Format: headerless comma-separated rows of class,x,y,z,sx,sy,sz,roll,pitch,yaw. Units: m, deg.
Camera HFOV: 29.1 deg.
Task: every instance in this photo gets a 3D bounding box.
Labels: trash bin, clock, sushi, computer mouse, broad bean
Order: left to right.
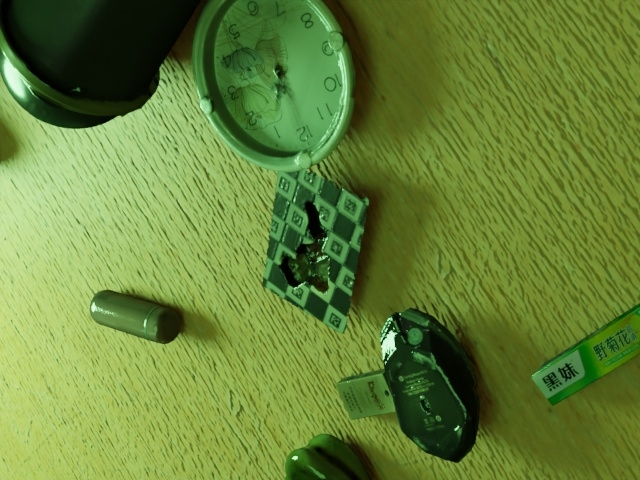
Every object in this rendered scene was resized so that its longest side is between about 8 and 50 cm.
trash bin,-0.264,-0.268,1.478,0.214,0.214,0.334,52,126,8
clock,-0.048,-0.199,1.440,0.236,0.053,0.236,14,117,31
sushi,0.000,0.000,1.507,0.139,0.031,0.201,30,128,28
broad bean,0.010,0.349,1.639,0.153,0.072,0.206,25,135,30
computer mouse,0.135,0.169,1.456,0.106,0.062,0.192,-19,91,42

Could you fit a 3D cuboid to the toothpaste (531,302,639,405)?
toothpaste,0.303,0.118,1.317,0.043,0.037,0.178,53,131,5

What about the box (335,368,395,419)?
box,0.063,0.192,1.547,0.083,0.024,0.053,-17,99,40

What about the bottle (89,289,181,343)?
bottle,-0.263,0.108,1.745,0.140,0.053,0.053,14,118,34
